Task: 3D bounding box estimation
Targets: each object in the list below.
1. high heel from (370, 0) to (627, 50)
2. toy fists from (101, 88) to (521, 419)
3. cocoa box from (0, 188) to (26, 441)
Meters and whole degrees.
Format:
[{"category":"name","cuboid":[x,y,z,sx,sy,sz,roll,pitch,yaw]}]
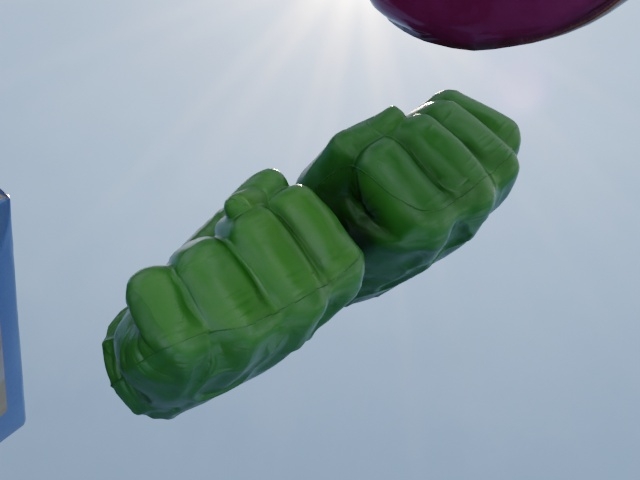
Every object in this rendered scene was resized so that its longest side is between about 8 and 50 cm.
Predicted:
[{"category":"high heel","cuboid":[0.116,-0.193,0.697,0.181,0.377,0.127,51,-129,-20]},{"category":"toy fists","cuboid":[0.000,0.000,1.032,0.279,0.142,0.096,-29,-92,-32]},{"category":"cocoa box","cuboid":[-0.364,0.073,1.000,0.228,0.231,0.347,38,-123,23]}]
